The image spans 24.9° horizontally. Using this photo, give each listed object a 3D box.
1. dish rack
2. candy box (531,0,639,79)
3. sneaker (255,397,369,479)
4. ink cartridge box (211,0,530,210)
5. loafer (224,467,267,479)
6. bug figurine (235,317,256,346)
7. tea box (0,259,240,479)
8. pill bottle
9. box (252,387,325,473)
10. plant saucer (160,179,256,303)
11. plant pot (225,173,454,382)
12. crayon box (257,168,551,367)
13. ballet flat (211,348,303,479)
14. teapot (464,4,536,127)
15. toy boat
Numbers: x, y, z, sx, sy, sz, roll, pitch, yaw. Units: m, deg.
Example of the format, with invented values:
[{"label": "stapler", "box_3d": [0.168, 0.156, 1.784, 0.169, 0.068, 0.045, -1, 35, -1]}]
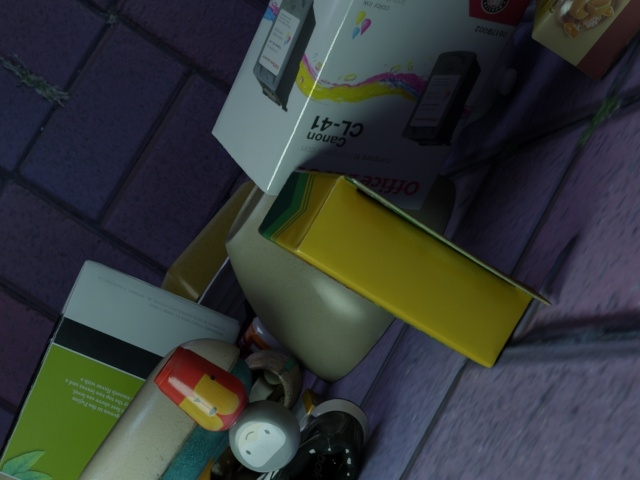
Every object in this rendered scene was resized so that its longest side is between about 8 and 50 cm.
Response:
[{"label": "dish rack", "box_3d": [-0.079, 0.020, 2.258, 0.285, 0.072, 0.333, -56, -3, 14]}, {"label": "candy box", "box_3d": [0.307, -0.317, 1.478, 0.183, 0.088, 0.316, -54, 10, 33]}, {"label": "sneaker", "box_3d": [-0.034, 0.262, 1.399, 0.234, 0.078, 0.106, -54, 8, 8]}, {"label": "ink cartridge box", "box_3d": [0.059, -0.195, 1.496, 0.131, 0.226, 0.306, 49, 123, 43]}, {"label": "loafer", "box_3d": [-0.178, 0.380, 1.594, 0.366, 0.130, 0.134, -54, 10, 23]}, {"label": "bug figurine", "box_3d": [-0.081, 0.134, 2.058, 0.279, 0.072, 0.216, -54, 12, 14]}, {"label": "tea box", "box_3d": [-0.284, 0.237, 1.904, 0.329, 0.220, 0.323, 138, 155, -72]}, {"label": "pill bottle", "box_3d": [-0.089, 0.179, 1.912, 0.152, 0.086, 0.086, -55, 10, 15]}, {"label": "box", "box_3d": [-0.038, 0.239, 1.650, 0.136, 0.028, 0.081, -59, 9, 5]}, {"label": "plant saucer", "box_3d": [-0.183, 0.057, 2.391, 0.333, 0.081, 0.332, -52, -5, -39]}, {"label": "plant pot", "box_3d": [0.000, 0.000, 1.722, 0.284, 0.191, 0.284, -56, 10, 15]}, {"label": "crayon box", "box_3d": [0.063, 0.019, 1.307, 0.081, 0.202, 0.318, -59, 9, -2]}, {"label": "ballet flat", "box_3d": [-0.140, 0.252, 1.667, 0.316, 0.107, 0.106, -53, 2, -1]}, {"label": "teapot", "box_3d": [0.151, -0.226, 1.731, 0.252, 0.187, 0.256, -18, -51, -62]}, {"label": "toy boat", "box_3d": [-0.130, 0.207, 1.463, 0.267, 0.148, 0.318, -56, 5, -30]}]
